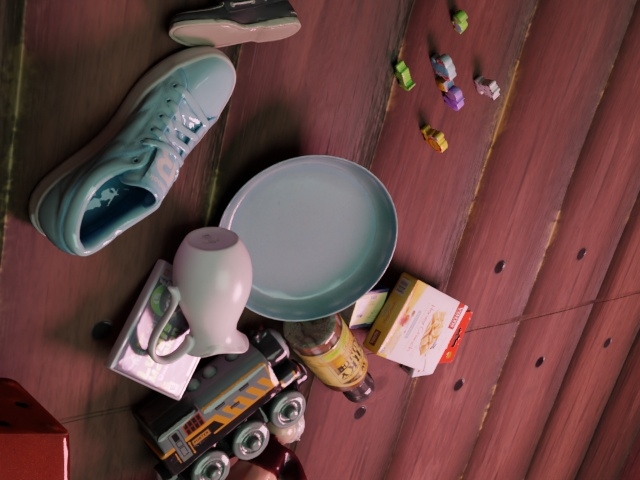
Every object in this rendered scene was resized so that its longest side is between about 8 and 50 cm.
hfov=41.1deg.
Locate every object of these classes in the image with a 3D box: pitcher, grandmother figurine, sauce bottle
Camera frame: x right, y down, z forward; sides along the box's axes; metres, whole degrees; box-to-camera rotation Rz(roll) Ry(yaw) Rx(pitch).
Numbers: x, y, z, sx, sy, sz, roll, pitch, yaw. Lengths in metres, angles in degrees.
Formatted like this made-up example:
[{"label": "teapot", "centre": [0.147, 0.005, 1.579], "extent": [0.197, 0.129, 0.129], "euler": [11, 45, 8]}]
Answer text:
[{"label": "pitcher", "centre": [-0.194, 0.094, 1.355], "extent": [0.178, 0.125, 0.207], "euler": [-18, 125, -35]}, {"label": "grandmother figurine", "centre": [-0.116, 0.433, 1.592], "extent": [0.104, 0.208, 0.342], "euler": [-60, -179, 44]}, {"label": "sauce bottle", "centre": [0.031, 0.228, 1.675], "extent": [0.111, 0.111, 0.344], "euler": [-46, 147, -8]}]

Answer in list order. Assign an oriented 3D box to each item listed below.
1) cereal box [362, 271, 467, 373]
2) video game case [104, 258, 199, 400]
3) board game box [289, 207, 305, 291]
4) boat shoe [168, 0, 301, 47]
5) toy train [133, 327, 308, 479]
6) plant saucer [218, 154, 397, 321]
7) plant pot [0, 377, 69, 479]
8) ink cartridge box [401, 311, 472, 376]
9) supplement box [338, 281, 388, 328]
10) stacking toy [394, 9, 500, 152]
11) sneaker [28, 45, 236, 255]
[{"label": "cereal box", "centre": [0.203, 0.176, 1.775], "extent": [0.240, 0.047, 0.173], "euler": [26, 93, -51]}, {"label": "video game case", "centre": [-0.249, 0.150, 1.406], "extent": [0.173, 0.022, 0.190], "euler": [40, 70, -48]}, {"label": "board game box", "centre": [0.000, 0.000, 1.549], "extent": [0.141, 0.048, 0.170], "euler": [-12, 124, -38]}, {"label": "boat shoe", "centre": [-0.128, -0.323, 1.230], "extent": [0.206, 0.075, 0.064], "euler": [-11, 80, -30]}, {"label": "toy train", "centre": [-0.172, 0.300, 1.536], "extent": [0.334, 0.142, 0.190], "euler": [-36, 125, -19]}, {"label": "plant saucer", "centre": [-0.025, -0.005, 1.459], "extent": [0.318, 0.043, 0.317], "euler": [-7, 118, -13]}, {"label": "plant pot", "centre": [-0.496, 0.327, 1.170], "extent": [0.267, 0.267, 0.235], "euler": [16, 98, -49]}, {"label": "ink cartridge box", "centre": [0.279, 0.238, 1.959], "extent": [0.179, 0.045, 0.145], "euler": [2, 115, -39]}, {"label": "supplement box", "centre": [0.078, 0.122, 1.692], "extent": [0.083, 0.056, 0.083], "euler": [-4, 119, -41]}, {"label": "stacking toy", "centre": [0.236, -0.290, 1.567], "extent": [0.167, 0.052, 0.221], "euler": [-44, 136, -11]}, {"label": "sneaker", "centre": [-0.232, -0.113, 1.191], "extent": [0.366, 0.150, 0.135], "euler": [-48, 139, -6]}]
